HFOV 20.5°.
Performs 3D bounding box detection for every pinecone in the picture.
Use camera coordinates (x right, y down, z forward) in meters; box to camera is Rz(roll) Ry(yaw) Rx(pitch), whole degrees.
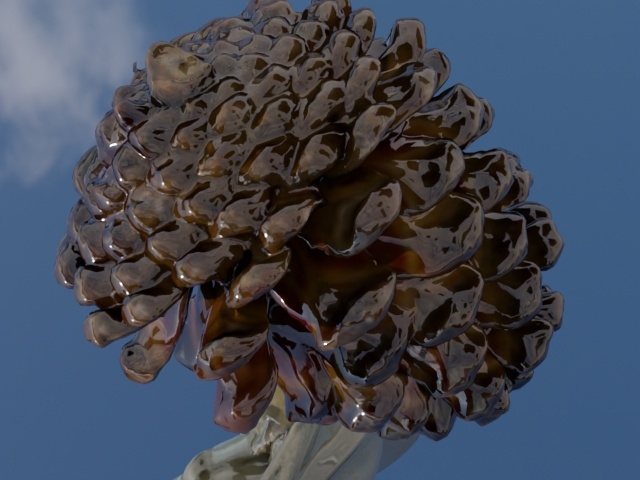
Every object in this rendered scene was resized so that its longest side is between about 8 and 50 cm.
[{"bbox_3d":[0.002,-0.001,0.379,0.109,0.102,0.102,26,-126,-10],"label":"pinecone"}]

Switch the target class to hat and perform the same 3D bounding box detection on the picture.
[{"bbox_3d":[0.004,0.094,0.714,0.173,0.166,0.144,16,-157,-37],"label":"hat"}]
